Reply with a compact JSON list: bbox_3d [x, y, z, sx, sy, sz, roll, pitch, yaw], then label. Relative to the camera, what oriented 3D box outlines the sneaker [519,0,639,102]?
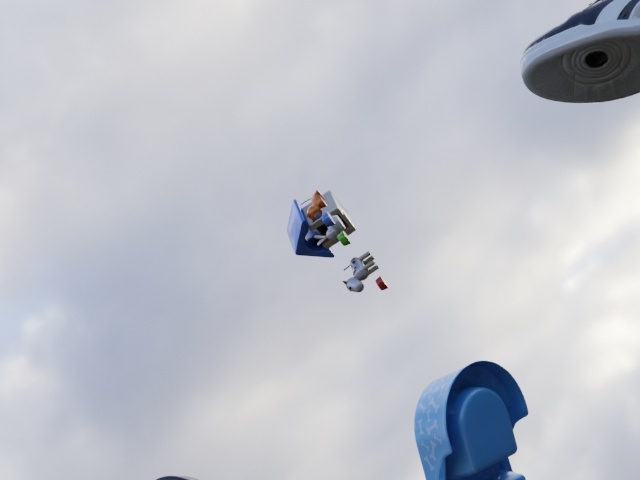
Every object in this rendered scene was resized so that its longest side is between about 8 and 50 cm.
[{"bbox_3d":[0.258,-0.190,1.449,0.217,0.121,0.079,-17,-41,12],"label":"sneaker"}]

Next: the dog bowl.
[{"bbox_3d":[0.209,0.304,2.373,0.074,0.297,0.166,-11,6,45],"label":"dog bowl"}]

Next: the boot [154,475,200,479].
[{"bbox_3d":[-0.174,0.401,2.031,0.131,0.348,0.260,-44,-32,20],"label":"boot"}]

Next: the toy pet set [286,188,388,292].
[{"bbox_3d":[0.000,0.000,1.851,0.065,0.114,0.122,-34,-53,8],"label":"toy pet set"}]
